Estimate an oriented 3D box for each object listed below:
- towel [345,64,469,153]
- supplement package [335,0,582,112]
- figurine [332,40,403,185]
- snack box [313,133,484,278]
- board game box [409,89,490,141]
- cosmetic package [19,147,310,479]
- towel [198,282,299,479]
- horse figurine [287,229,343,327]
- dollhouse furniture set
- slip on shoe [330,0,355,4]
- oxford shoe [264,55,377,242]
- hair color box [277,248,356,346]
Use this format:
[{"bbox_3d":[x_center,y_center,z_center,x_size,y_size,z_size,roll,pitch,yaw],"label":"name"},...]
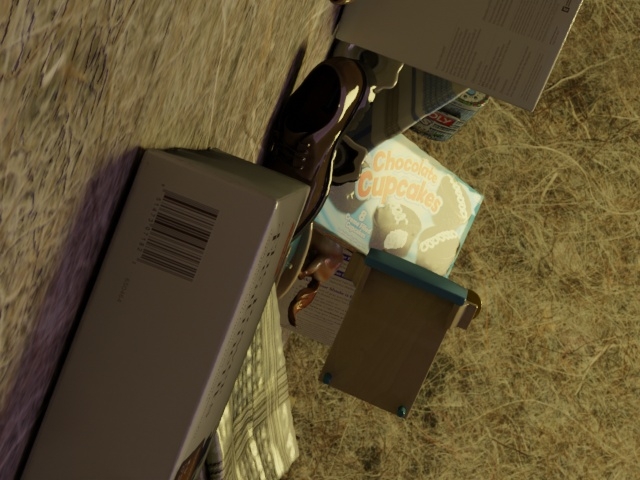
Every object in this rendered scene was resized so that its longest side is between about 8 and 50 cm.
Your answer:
[{"bbox_3d":[0.143,-0.235,1.915,0.285,0.034,0.209,-32,-144,32],"label":"towel"},{"bbox_3d":[0.187,-0.329,1.706,0.198,0.262,0.199,-66,176,-45],"label":"supplement package"},{"bbox_3d":[0.026,-0.168,1.851,0.209,0.092,0.215,154,-42,-82],"label":"figurine"},{"bbox_3d":[0.105,-0.057,2.128,0.060,0.322,0.187,16,-102,48],"label":"snack box"},{"bbox_3d":[0.148,-0.227,2.103,0.060,0.194,0.194,-67,-171,-22],"label":"board game box"},{"bbox_3d":[-0.123,0.123,0.990,0.284,0.097,0.377,-68,180,-85],"label":"cosmetic package"},{"bbox_3d":[-0.076,0.164,1.382,0.312,0.056,0.324,-55,142,-77],"label":"towel"},{"bbox_3d":[0.000,0.000,2.164,0.174,0.066,0.263,-7,120,-56],"label":"horse figurine"},{"bbox_3d":[0.034,0.127,1.866,0.198,0.303,0.286,-56,168,-73],"label":"dollhouse furniture set"},{"bbox_3d":[0.039,-0.297,1.394,0.041,0.051,0.135,-43,163,-56],"label":"slip on shoe"},{"bbox_3d":[-0.027,-0.097,1.499,0.096,0.082,0.227,0,115,-63],"label":"oxford shoe"},{"bbox_3d":[0.035,0.030,2.367,0.339,0.185,0.110,110,3,-47],"label":"hair color box"}]
